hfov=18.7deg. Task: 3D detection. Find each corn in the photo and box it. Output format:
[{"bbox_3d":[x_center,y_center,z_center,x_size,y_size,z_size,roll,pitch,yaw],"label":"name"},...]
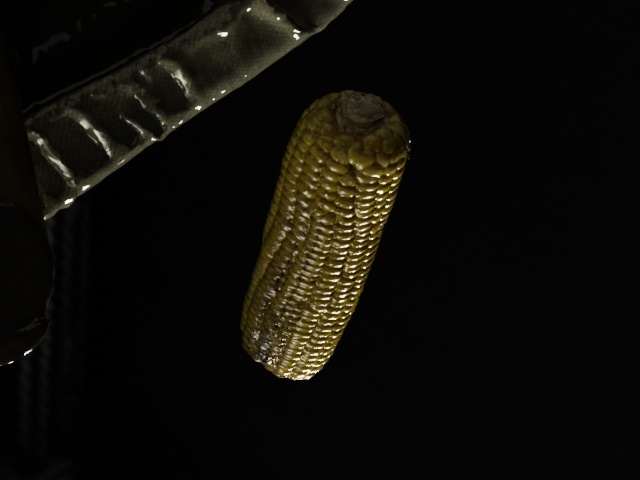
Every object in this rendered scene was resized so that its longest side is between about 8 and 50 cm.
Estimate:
[{"bbox_3d":[0.000,0.000,1.149,0.072,0.072,0.203,39,-46,25],"label":"corn"}]

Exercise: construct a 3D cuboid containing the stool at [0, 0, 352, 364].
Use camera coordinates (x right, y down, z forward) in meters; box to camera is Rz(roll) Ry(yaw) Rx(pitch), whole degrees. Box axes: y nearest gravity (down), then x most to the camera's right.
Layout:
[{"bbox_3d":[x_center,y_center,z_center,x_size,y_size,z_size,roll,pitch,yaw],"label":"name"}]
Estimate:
[{"bbox_3d":[-0.124,-0.156,0.742,0.310,0.310,0.226,54,-7,-16],"label":"stool"}]
